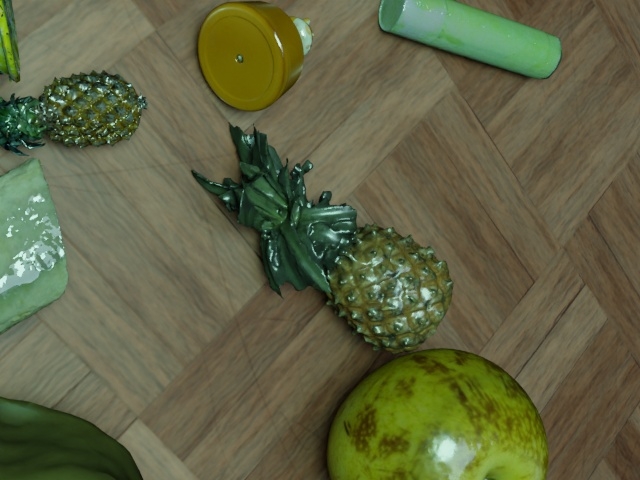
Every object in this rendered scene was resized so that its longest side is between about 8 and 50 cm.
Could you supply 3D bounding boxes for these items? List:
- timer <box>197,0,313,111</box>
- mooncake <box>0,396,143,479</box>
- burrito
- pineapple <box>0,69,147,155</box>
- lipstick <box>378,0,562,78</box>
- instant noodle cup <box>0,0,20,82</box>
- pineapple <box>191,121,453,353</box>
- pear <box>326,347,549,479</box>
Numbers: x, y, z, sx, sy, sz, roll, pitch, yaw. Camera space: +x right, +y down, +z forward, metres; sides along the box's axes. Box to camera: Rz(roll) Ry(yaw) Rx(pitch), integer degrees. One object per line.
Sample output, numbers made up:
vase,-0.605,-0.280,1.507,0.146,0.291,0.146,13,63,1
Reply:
timer,-0.058,-0.246,1.034,0.152,0.132,0.132,-37,110,-48
mooncake,-0.338,0.381,0.738,0.467,0.262,0.467,-1,96,-15
burrito,-0.380,0.051,0.840,0.299,0.105,0.143,-37,104,-23
pineapple,-0.294,-0.145,0.901,0.221,0.083,0.103,-10,83,-30
lipstick,0.227,-0.304,1.214,0.304,0.076,0.076,8,86,-29
instant noodle cup,-0.394,-0.263,0.747,0.200,0.264,0.264,-9,95,-17
pineapple,-0.002,0.003,1.049,0.364,0.165,0.165,35,73,-17
pear,0.142,0.270,1.054,0.281,0.281,0.280,0,90,-31
